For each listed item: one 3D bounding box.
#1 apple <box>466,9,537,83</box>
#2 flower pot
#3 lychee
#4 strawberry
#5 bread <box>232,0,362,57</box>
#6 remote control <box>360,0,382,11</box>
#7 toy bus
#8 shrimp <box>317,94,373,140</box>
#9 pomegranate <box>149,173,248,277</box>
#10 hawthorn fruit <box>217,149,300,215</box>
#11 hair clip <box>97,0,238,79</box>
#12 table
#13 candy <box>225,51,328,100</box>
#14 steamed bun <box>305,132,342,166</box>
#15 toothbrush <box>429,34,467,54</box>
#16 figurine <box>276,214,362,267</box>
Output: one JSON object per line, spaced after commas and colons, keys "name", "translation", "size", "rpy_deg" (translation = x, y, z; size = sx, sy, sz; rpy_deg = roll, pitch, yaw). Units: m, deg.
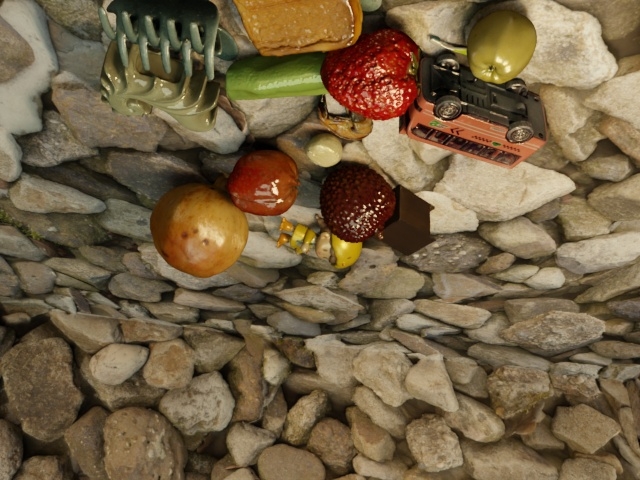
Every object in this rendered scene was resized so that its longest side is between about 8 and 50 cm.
{"name": "apple", "translation": [0.489, -0.526, 1.627], "size": [0.200, 0.200, 0.200], "rpy_deg": [4, 145, 3]}
{"name": "flower pot", "translation": [-0.492, -0.474, 1.867], "size": [0.367, 0.165, 0.254], "rpy_deg": [13, 155, -16]}
{"name": "lychee", "translation": [0.133, -0.127, 2.170], "size": [0.304, 0.276, 0.276], "rpy_deg": [51, 133, -4]}
{"name": "strawberry", "translation": [0.138, -0.470, 1.683], "size": [0.277, 0.257, 0.257], "rpy_deg": [7, 145, -9]}
{"name": "bread", "translation": [-0.067, -0.653, 1.560], "size": [0.337, 0.148, 0.328], "rpy_deg": [-2, 143, 24]}
{"name": "remote control", "translation": [0.103, -0.705, 1.550], "size": [0.097, 0.045, 0.256], "rpy_deg": [5, 149, 18]}
{"name": "toy bus", "translation": [0.455, -0.381, 1.816], "size": [0.427, 0.203, 0.233], "rpy_deg": [14, 149, -15]}
{"name": "shrimp", "translation": [0.073, -0.426, 1.935], "size": [0.178, 0.075, 0.289], "rpy_deg": [-1, 157, 14]}
{"name": "pomegranate", "translation": [-0.441, -0.068, 2.278], "size": [0.410, 0.410, 0.410], "rpy_deg": [4, 145, 3]}
{"name": "hawthorn fruit", "translation": [-0.199, -0.201, 2.134], "size": [0.261, 0.258, 0.258], "rpy_deg": [-23, 139, 5]}
{"name": "hair clip", "translation": [-0.406, -0.599, 1.621], "size": [0.318, 0.238, 0.392], "rpy_deg": [10, 145, 1]}
{"name": "table", "translation": [0.315, -0.070, 2.296], "size": [0.193, 0.169, 0.172], "rpy_deg": [27, 140, -28]}
{"name": "candy", "translation": [-0.117, -0.489, 1.807], "size": [0.343, 0.142, 0.132], "rpy_deg": [-2, 153, 13]}
{"name": "steamed bun", "translation": [0.016, -0.320, 2.060], "size": [0.130, 0.091, 0.112], "rpy_deg": [25, 145, -29]}
{"name": "toothbrush", "translation": [0.434, -0.542, 1.739], "size": [0.263, 0.026, 0.022], "rpy_deg": [17, 149, -14]}
{"name": "figurine", "translation": [0.000, 0.000, 2.443], "size": [0.343, 0.187, 0.215], "rpy_deg": [14, 153, 0]}
